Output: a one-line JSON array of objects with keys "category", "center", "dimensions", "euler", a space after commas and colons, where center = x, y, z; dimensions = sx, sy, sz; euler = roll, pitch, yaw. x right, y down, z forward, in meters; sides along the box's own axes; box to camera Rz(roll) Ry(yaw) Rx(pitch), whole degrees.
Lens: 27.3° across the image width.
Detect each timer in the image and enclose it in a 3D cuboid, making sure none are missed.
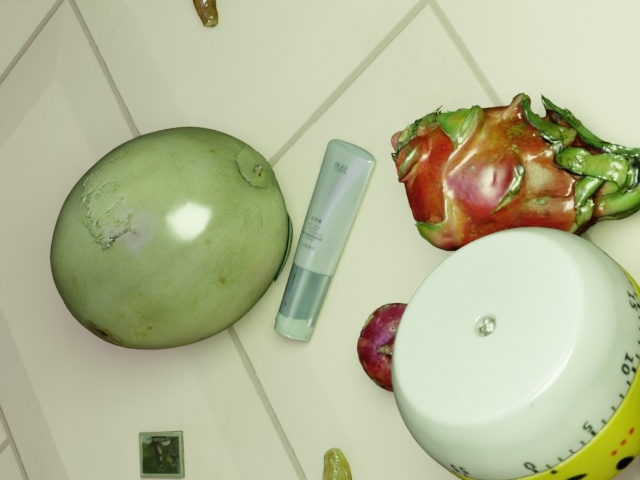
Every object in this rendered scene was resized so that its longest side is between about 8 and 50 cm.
[{"category": "timer", "center": [0.230, 0.143, 1.309], "dimensions": [0.285, 0.285, 0.285], "euler": [-4, 85, 41]}]

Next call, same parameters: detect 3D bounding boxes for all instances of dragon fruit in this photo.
[{"category": "dragon fruit", "center": [0.208, -0.078, 1.372], "dimensions": [0.269, 0.198, 0.200], "euler": [-26, 113, 39]}]

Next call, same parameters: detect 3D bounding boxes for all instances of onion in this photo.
[{"category": "onion", "center": [0.093, 0.124, 1.525], "dimensions": [0.107, 0.097, 0.107], "euler": [2, 96, 17]}]

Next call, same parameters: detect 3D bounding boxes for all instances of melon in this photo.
[{"category": "melon", "center": [-0.187, -0.006, 1.665], "dimensions": [0.330, 0.268, 0.269], "euler": [-30, 68, 27]}]

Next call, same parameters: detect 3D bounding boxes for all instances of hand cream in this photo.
[{"category": "hand cream", "center": [0.000, 0.000, 1.647], "dimensions": [0.079, 0.048, 0.255], "euler": [26, 101, 34]}]

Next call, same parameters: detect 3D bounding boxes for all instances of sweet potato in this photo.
[{"category": "sweet potato", "center": [-0.177, -0.421, 1.826], "dimensions": [0.057, 0.057, 0.265], "euler": [-27, 72, 37]}]

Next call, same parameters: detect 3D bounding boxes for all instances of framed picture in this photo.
[{"category": "framed picture", "center": [-0.223, 0.300, 1.845], "dimensions": [0.089, 0.006, 0.066], "euler": [-8, 82, 41]}]

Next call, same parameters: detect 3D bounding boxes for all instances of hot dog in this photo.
[{"category": "hot dog", "center": [0.022, 0.300, 1.614], "dimensions": [0.030, 0.034, 0.090], "euler": [-29, 49, 48]}]
